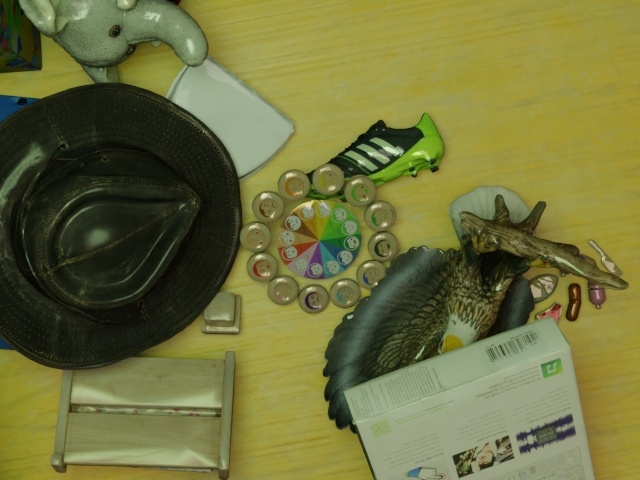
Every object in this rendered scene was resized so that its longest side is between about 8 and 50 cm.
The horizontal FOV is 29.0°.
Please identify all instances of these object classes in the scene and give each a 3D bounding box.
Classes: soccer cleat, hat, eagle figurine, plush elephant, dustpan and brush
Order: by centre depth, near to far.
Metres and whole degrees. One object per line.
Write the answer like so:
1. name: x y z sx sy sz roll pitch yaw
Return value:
1. hat: -0.215 -0.017 1.296 0.331 0.134 0.331 -1 91 -26
2. plush elephant: -0.197 -0.292 1.325 0.330 0.272 0.256 8 87 15
3. eagle figurine: 0.155 0.098 1.375 0.226 0.225 0.298 49 131 32
4. soccer cleat: 0.054 -0.095 1.431 0.178 0.060 0.072 -17 70 1
5. dustpan and brush: -0.149 -0.092 1.432 0.147 0.060 0.211 38 84 -13

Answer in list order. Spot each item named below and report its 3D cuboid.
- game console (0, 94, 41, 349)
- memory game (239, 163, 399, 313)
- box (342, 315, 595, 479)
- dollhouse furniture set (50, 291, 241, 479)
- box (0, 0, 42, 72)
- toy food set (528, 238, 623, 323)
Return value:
1. game console: -0.400 -0.024 1.440 0.293 0.173 0.250 6 121 1
2. memory game: 0.000 0.000 1.413 0.186 0.012 0.186 -2 113 -6
3. box: 0.174 0.244 1.337 0.232 0.058 0.322 -19 128 -1
4. dollhouse furniture set: -0.251 0.244 1.430 0.303 0.174 0.356 3 66 0
5. box: -0.418 -0.335 1.313 0.177 0.279 0.290 -5 90 0
6. toy food set: 0.292 0.059 1.444 0.122 0.019 0.078 -42 90 0
